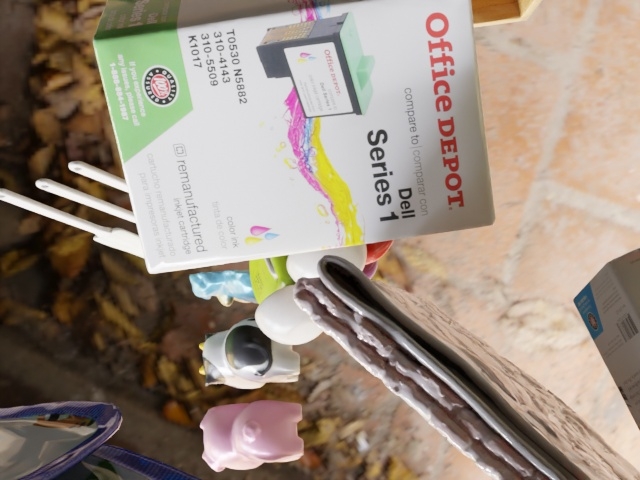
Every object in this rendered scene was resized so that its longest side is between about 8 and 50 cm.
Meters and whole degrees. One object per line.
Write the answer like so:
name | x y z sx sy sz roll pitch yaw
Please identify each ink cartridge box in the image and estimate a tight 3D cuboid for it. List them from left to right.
ink cartridge box | -0.013 -0.103 1.099 0.278 0.117 0.201 -8 117 4
ink cartridge box | 0.256 0.097 1.006 0.060 0.104 0.180 -23 76 -12

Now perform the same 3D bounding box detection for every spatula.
spatula | -0.222 -0.036 1.568 0.168 0.242 0.019 -15 63 37

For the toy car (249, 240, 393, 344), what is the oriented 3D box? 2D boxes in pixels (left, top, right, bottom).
toy car | 0.000 0.000 1.354 0.182 0.136 0.159 -59 43 42

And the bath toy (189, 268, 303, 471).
bath toy | -0.087 0.205 1.638 0.129 0.151 0.348 -2 75 -6

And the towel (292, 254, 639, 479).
towel | 0.152 0.141 1.083 0.332 0.317 0.053 41 95 21

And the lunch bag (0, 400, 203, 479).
lunch bag | -0.148 0.226 0.582 0.385 0.328 0.239 24 114 18

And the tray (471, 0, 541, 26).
tray | 0.203 -0.359 1.671 0.203 0.411 0.076 -9 78 -12
